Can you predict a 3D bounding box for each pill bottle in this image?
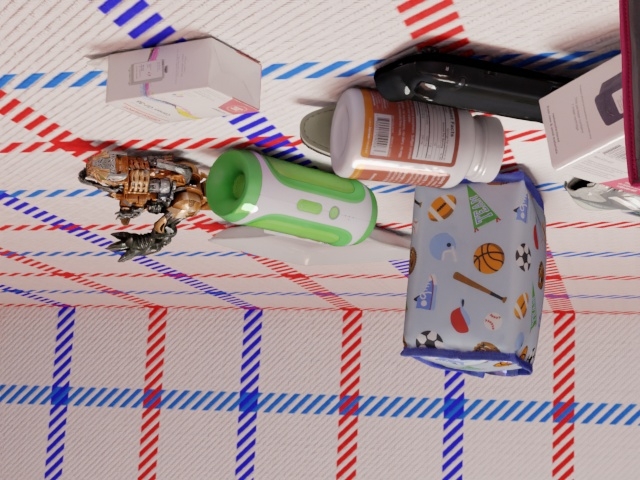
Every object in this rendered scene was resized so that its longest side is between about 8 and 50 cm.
[{"bbox_3d":[0.130,-0.133,1.642,0.216,0.121,0.121,6,169,-15],"label":"pill bottle"}]

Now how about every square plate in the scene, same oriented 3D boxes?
[{"bbox_3d":[0.000,0.000,2.600,0.344,0.049,0.347,-5,167,37],"label":"square plate"}]

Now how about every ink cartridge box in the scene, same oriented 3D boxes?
[{"bbox_3d":[0.401,-0.151,1.402,0.172,0.100,0.237,11,153,-39],"label":"ink cartridge box"},{"bbox_3d":[-0.187,-0.194,1.536,0.198,0.067,0.115,-3,168,31],"label":"ink cartridge box"}]

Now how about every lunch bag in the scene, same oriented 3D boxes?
[{"bbox_3d":[0.283,0.072,2.155,0.239,0.327,0.385,3,172,21],"label":"lunch bag"}]

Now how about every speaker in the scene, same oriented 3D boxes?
[{"bbox_3d":[-0.043,-0.068,2.035,0.297,0.131,0.131,12,166,-43],"label":"speaker"}]

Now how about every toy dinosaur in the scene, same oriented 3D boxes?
[{"bbox_3d":[-0.263,-0.067,2.068,0.322,0.164,0.218,32,140,-25],"label":"toy dinosaur"}]

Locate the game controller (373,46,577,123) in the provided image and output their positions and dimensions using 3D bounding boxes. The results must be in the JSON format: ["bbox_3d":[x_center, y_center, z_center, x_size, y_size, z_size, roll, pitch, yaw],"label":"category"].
[{"bbox_3d":[0.230,-0.187,1.542,0.319,0.067,0.166,8,-177,-23],"label":"game controller"}]

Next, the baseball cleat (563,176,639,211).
[{"bbox_3d":[0.493,-0.084,1.963,0.206,0.072,0.109,-8,159,31],"label":"baseball cleat"}]

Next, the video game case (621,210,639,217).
[{"bbox_3d":[0.675,-0.057,2.198,0.183,0.023,0.201,11,167,-40],"label":"video game case"}]

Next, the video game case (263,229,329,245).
[{"bbox_3d":[-0.036,-0.039,2.332,0.143,0.019,0.157,11,156,1],"label":"video game case"}]

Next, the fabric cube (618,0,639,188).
[{"bbox_3d":[0.433,-0.170,1.015,0.258,0.254,0.259,6,168,-29],"label":"fabric cube"}]

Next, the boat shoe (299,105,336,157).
[{"bbox_3d":[0.075,-0.140,1.729,0.228,0.081,0.069,3,166,-15],"label":"boat shoe"}]
